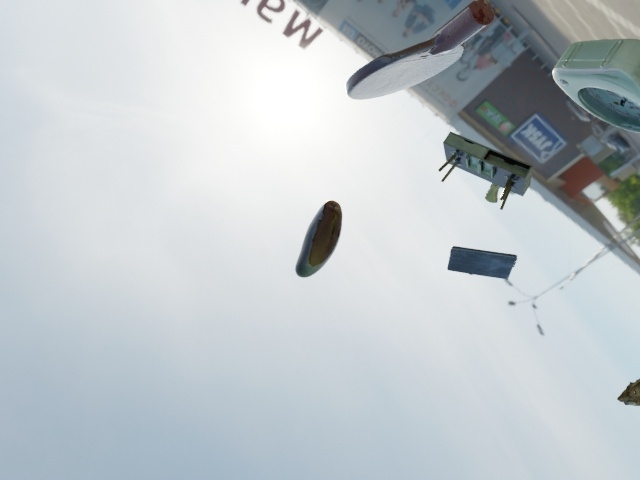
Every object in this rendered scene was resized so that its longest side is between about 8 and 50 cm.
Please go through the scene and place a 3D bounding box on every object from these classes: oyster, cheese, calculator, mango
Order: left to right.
[{"bbox_3d":[0.000,0.000,1.584,0.111,0.267,0.133,25,179,-17],"label":"mango"},{"bbox_3d":[0.658,0.093,2.040,0.262,0.161,0.021,9,-128,10],"label":"calculator"},{"bbox_3d":[0.527,-0.151,1.490,0.030,0.083,0.044,-8,-139,-39],"label":"cheese"},{"bbox_3d":[0.724,0.338,1.109,0.132,0.029,0.086,16,-125,-3],"label":"oyster"}]

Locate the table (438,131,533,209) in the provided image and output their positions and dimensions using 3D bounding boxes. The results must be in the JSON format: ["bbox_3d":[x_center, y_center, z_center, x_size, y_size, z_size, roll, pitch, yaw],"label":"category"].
[{"bbox_3d":[0.437,-0.182,1.356,0.240,0.111,0.121,31,173,27],"label":"table"}]

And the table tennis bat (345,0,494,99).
[{"bbox_3d":[0.212,-0.395,1.088,0.268,0.415,0.051,-18,-88,-24],"label":"table tennis bat"}]

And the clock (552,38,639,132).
[{"bbox_3d":[0.774,-0.376,1.253,0.324,0.108,0.265,28,-172,-25],"label":"clock"}]
